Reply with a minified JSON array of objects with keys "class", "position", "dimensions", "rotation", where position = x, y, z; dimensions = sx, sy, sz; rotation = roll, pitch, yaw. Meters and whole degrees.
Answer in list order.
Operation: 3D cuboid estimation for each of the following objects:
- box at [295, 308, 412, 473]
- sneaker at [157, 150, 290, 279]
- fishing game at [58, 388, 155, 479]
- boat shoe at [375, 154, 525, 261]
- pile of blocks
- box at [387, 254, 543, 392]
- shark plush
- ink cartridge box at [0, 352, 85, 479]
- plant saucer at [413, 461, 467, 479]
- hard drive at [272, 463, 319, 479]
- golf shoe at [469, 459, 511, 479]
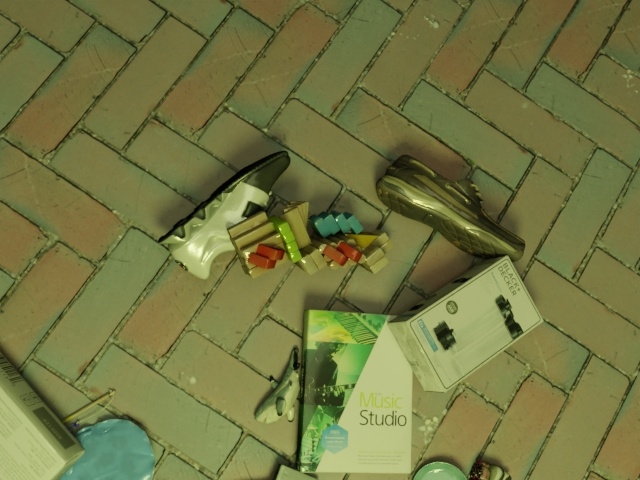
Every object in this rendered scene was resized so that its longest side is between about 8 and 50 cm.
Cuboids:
[{"class":"box","position":[0.074,0.308,1.336],"dimensions":[0.232,0.058,0.321],"rotation":[5,77,-14]},{"class":"sneaker","position":[-0.169,-0.052,1.368],"dimensions":[0.330,0.122,0.146],"rotation":[-43,105,-14]},{"class":"fishing game","position":[-0.410,0.439,1.254],"dimensions":[0.189,0.041,0.264],"rotation":[-35,71,-13]},{"class":"boat shoe","position":[0.298,-0.076,1.419],"dimensions":[0.355,0.132,0.130],"rotation":[30,77,-3]},{"class":"pile of blocks","position":[0.000,0.000,1.320],"dimensions":[0.362,0.113,0.148],"rotation":[-3,103,-23]},{"class":"box","position":[0.305,0.170,1.361],"dimensions":[0.290,0.087,0.169],"rotation":[-28,90,-23]},{"class":"shark plush","position":[-0.081,0.297,1.332],"dimensions":[0.067,0.073,0.161],"rotation":[11,81,25]},{"class":"ink cartridge box","position":[-0.683,0.418,1.217],"dimensions":[0.385,0.091,0.308],"rotation":[-44,85,4]},{"class":"plant saucer","position":[0.247,0.517,1.337],"dimensions":[0.119,0.021,0.119],"rotation":[-2,73,8]},{"class":"hard drive","position":[-0.065,0.522,1.280],"dimensions":[0.094,0.022,0.135],"rotation":[30,66,-21]},{"class":"golf shoe","position":[0.338,0.552,1.332],"dimensions":[0.086,0.067,0.186],"rotation":[22,76,-5]}]
